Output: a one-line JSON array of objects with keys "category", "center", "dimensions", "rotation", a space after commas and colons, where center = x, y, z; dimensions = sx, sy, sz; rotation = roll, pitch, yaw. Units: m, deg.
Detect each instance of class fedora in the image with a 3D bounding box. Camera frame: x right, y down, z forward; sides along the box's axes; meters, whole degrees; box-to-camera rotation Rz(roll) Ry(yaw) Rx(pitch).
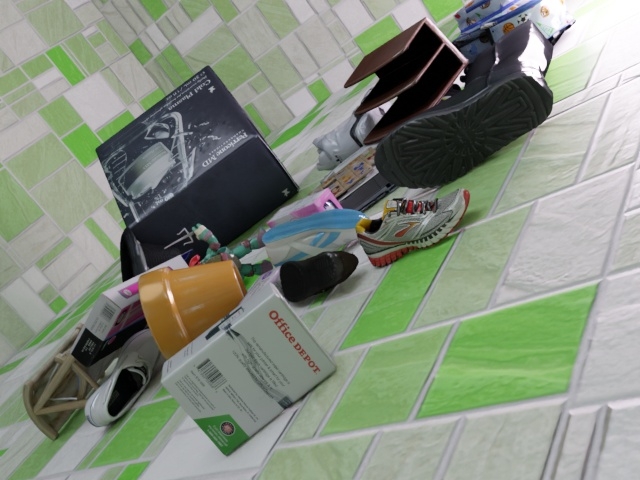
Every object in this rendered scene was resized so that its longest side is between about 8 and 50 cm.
[{"category": "fedora", "center": [-0.462, 0.105, 2.080], "dimensions": [0.152, 0.334, 0.334], "rotation": [-7, 4, -21]}]

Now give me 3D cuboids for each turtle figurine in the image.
[{"category": "turtle figurine", "center": [-0.224, 0.053, 1.665], "dimensions": [0.234, 0.175, 0.118], "rotation": [-12, 40, -23]}]

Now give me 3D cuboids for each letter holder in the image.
[{"category": "letter holder", "center": [0.175, -0.374, 1.823], "dimensions": [0.214, 0.152, 0.302], "rotation": [-54, 17, -19]}]

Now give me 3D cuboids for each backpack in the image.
[{"category": "backpack", "center": [0.480, -0.538, 1.844], "dimensions": [0.263, 0.213, 0.276], "rotation": [-8, 28, 42]}]

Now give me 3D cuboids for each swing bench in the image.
[{"category": "swing bench", "center": [-0.554, 0.297, 1.770], "dimensions": [0.254, 0.165, 0.253], "rotation": [-31, 17, 25]}]

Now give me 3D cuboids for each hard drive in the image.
[{"category": "hard drive", "center": [0.121, -0.168, 1.810], "dimensions": [0.237, 0.064, 0.339], "rotation": [-37, 16, 4]}]

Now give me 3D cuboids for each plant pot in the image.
[{"category": "plant pot", "center": [-0.245, 0.132, 1.530], "dimensions": [0.187, 0.205, 0.205], "rotation": [-22, 15, -1]}]

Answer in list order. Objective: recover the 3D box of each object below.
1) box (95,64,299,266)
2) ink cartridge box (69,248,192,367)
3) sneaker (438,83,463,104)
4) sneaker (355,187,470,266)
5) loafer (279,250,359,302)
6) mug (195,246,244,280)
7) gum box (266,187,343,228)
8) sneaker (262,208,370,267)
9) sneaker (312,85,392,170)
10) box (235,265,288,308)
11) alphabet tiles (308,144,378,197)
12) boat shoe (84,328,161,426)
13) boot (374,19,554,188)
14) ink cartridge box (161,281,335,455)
[{"category": "box", "center": [-0.401, -0.225, 2.372], "dimensions": [0.479, 0.297, 0.472], "rotation": [-37, 48, 1]}, {"category": "ink cartridge box", "center": [-0.404, 0.144, 1.699], "dimensions": [0.176, 0.069, 0.371], "rotation": [-56, -7, 23]}, {"category": "sneaker", "center": [0.317, -0.354, 1.892], "dimensions": [0.097, 0.084, 0.235], "rotation": [-39, 25, -1]}, {"category": "sneaker", "center": [0.153, -0.033, 1.266], "dimensions": [0.225, 0.093, 0.088], "rotation": [-27, 18, 32]}, {"category": "loafer", "center": [-0.002, 0.067, 1.392], "dimensions": [0.078, 0.080, 0.220], "rotation": [-8, -5, -34]}, {"category": "mug", "center": [-0.256, 0.096, 1.815], "dimensions": [0.157, 0.097, 0.129], "rotation": [-22, 22, 47]}, {"category": "gum box", "center": [-0.019, -0.037, 1.645], "dimensions": [0.188, 0.107, 0.062], "rotation": [-20, 23, 50]}, {"category": "sneaker", "center": [0.000, 0.000, 1.539], "dimensions": [0.228, 0.092, 0.087], "rotation": [-13, 28, 11]}, {"category": "sneaker", "center": [0.097, -0.317, 2.159], "dimensions": [0.210, 0.137, 0.366], "rotation": [-27, 21, 26]}, {"category": "box", "center": [-0.144, 0.169, 1.399], "dimensions": [0.067, 0.063, 0.324], "rotation": [-24, 20, 37]}, {"category": "alphabet tiles", "center": [0.075, -0.160, 1.751], "dimensions": [0.237, 0.009, 0.198], "rotation": [-37, 15, 3]}, {"category": "boat shoe", "center": [-0.401, 0.292, 1.604], "dimensions": [0.084, 0.095, 0.258], "rotation": [-20, 33, 39]}, {"category": "boot", "center": [0.316, -0.300, 1.584], "dimensions": [0.366, 0.146, 0.445], "rotation": [-21, 23, 25]}, {"category": "ink cartridge box", "center": [-0.105, 0.185, 1.092], "dimensions": [0.208, 0.153, 0.087], "rotation": [-37, 14, -1]}]
